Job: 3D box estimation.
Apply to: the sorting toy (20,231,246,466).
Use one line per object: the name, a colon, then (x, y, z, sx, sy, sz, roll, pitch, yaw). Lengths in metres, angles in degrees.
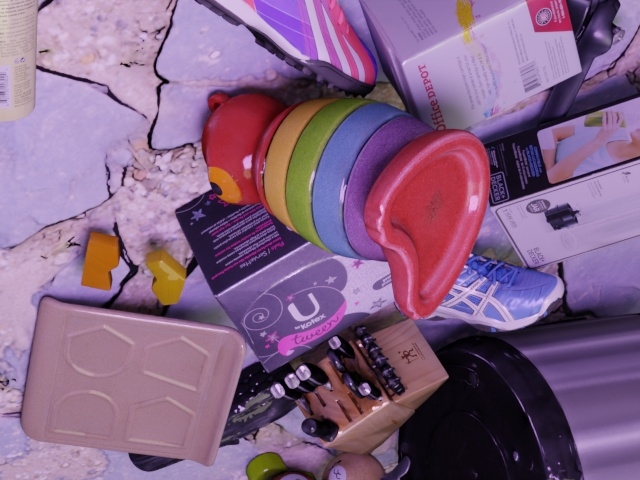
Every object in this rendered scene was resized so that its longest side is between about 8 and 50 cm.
sorting toy: (-0.201, 0.120, 1.716, 0.229, 0.041, 0.307, 12, 128, -8)

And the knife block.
knife block: (0.015, 0.190, 1.807, 0.242, 0.088, 0.276, -19, 159, -36)

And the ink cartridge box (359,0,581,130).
ink cartridge box: (0.147, -0.208, 1.553, 0.176, 0.127, 0.128, -26, 139, -3)

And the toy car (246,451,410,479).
toy car: (0.027, 0.311, 1.984, 0.188, 0.155, 0.149, -42, 137, 11)

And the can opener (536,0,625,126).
can opener: (0.279, -0.192, 1.705, 0.059, 0.073, 0.186, -45, 159, -43)

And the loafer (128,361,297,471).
loafer: (-0.123, 0.221, 1.872, 0.223, 0.076, 0.078, -27, 131, -7)

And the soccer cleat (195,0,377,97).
soccer cleat: (-0.030, -0.235, 1.460, 0.318, 0.108, 0.116, 29, 95, -47)

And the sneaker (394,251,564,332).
sneaker: (0.176, 0.051, 1.806, 0.211, 0.080, 0.081, 0, 132, 22)

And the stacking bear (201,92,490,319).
stacking bear: (0.003, -0.066, 1.513, 0.164, 0.289, 0.175, -52, 142, -24)

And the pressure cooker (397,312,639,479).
pressure cooker: (0.351, 0.281, 1.949, 0.420, 0.376, 0.370, -6, 174, -27)

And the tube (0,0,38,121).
tube: (-0.282, -0.220, 1.373, 0.070, 0.062, 0.240, -51, 155, -48)

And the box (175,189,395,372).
box: (0.000, 0.000, 1.670, 0.247, 0.142, 0.163, -29, 138, 1)

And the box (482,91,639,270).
box: (0.340, -0.076, 1.742, 0.290, 0.087, 0.169, -18, 147, 16)
